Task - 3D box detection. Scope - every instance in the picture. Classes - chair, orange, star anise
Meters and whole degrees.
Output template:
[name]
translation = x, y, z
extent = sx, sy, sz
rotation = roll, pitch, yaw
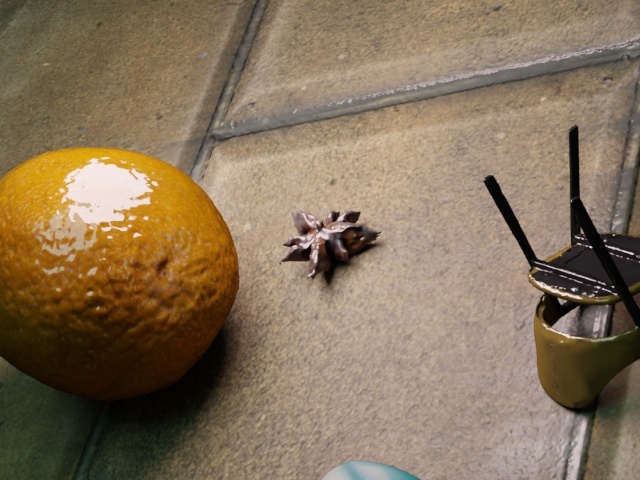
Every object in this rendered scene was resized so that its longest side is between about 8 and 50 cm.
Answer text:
[chair]
translation = 0.287, 0.030, 1.893
extent = 0.172, 0.247, 0.158
rotation = -30, 26, -25
[orange]
translation = -0.277, 0.038, 2.215
extent = 0.322, 0.322, 0.357
rotation = -51, 29, -18
[star anise]
translation = -0.002, -0.007, 2.249
extent = 0.124, 0.056, 0.129
rotation = -32, 39, -14

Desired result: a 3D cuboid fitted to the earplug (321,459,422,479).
[earplug]
translation = 0.083, 0.315, 1.765
extent = 0.185, 0.185, 0.324
rotation = -39, 33, -5
